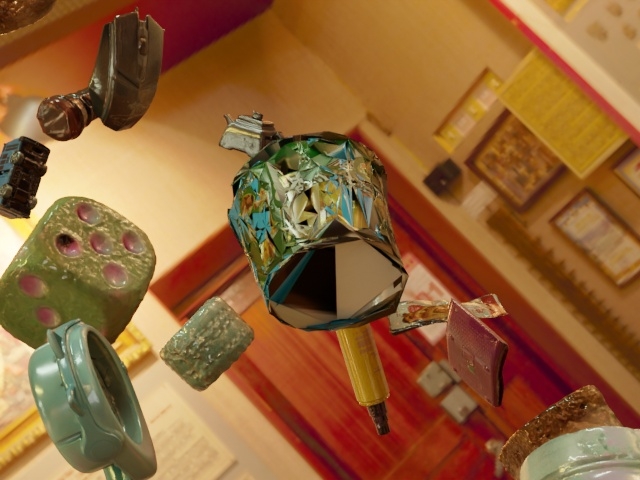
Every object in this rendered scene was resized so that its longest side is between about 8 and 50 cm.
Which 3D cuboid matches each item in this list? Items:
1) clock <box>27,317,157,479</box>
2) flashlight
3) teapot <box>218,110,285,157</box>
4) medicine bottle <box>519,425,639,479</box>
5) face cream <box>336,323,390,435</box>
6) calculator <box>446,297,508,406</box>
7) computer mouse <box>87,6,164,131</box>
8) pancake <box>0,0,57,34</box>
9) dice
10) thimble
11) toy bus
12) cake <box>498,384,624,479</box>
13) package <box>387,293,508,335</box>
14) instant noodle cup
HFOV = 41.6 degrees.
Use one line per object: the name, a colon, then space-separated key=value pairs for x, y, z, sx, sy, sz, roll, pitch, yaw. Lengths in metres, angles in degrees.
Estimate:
clock: x=-0.330 y=0.225 z=1.192 sx=0.094 sy=0.223 sz=0.274 roll=-26 pitch=-30 yaw=-4
flashlight: x=-0.445 y=-0.266 z=1.634 sx=0.093 sy=0.093 sz=0.232 roll=-49 pitch=1 yaw=35
teapot: x=-0.152 y=-0.244 z=1.915 sx=0.087 sy=0.177 sz=0.096 roll=-14 pitch=-58 yaw=-60
medicine bottle: x=0.323 y=0.370 z=0.884 sx=0.245 sy=0.245 sz=0.290 roll=-49 pitch=25 yaw=36
face cream: x=0.107 y=0.307 z=1.899 sx=0.078 sy=0.273 sz=0.078 roll=-17 pitch=7 yaw=2
calculator: x=0.256 y=0.192 z=1.399 sx=0.034 sy=0.127 sz=0.190 roll=-31 pitch=-41 yaw=-22
computer mouse: x=-0.348 y=-0.311 z=1.556 sx=0.126 sy=0.071 sz=0.231 roll=5 pitch=-73 yaw=-46
pancake: x=-0.559 y=-0.491 z=1.442 sx=0.282 sy=0.049 sz=0.282 roll=-21 pitch=-62 yaw=-45
dice: x=-0.645 y=0.104 z=2.221 sx=0.322 sy=0.330 sz=0.318 roll=-43 pitch=20 yaw=33
thimble: x=-0.259 y=0.238 z=1.912 sx=0.198 sy=0.143 sz=0.235 roll=-46 pitch=0 yaw=10
toy bus: x=-0.722 y=-0.148 z=2.006 sx=0.106 sy=0.090 sz=0.184 roll=-4 pitch=66 yaw=40
cake: x=0.501 y=0.447 z=1.577 sx=0.199 sy=0.293 sz=0.196 roll=-23 pitch=-28 yaw=-22
package: x=0.257 y=0.149 z=1.742 sx=0.239 sy=0.030 sz=0.154 roll=-5 pitch=15 yaw=2
instant noodle cup: x=0.000 y=0.000 z=1.111 sx=0.240 sy=0.178 sz=0.240 roll=-9 pitch=-44 yaw=-9
